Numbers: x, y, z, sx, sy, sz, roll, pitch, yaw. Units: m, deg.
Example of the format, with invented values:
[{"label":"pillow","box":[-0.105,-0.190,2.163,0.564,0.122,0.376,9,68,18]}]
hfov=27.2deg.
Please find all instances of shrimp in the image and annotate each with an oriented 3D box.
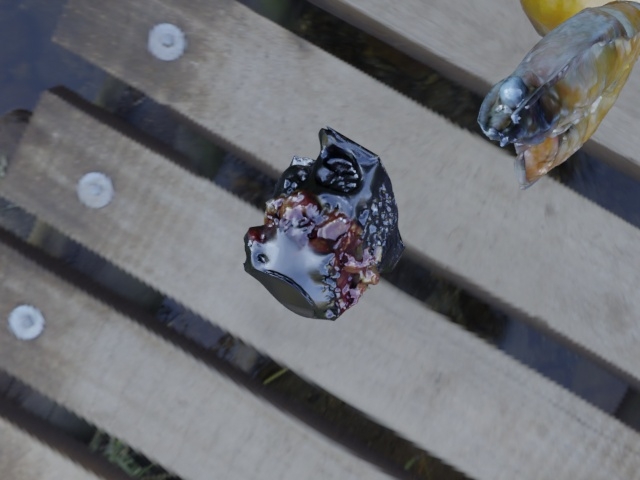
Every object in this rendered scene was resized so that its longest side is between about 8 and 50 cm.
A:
[{"label":"shrimp","box":[0.181,-0.099,1.022,0.062,0.317,0.164,30,120,18]}]

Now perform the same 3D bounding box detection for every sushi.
[{"label":"sushi","box":[0.000,0.000,1.393,0.153,0.172,0.150,31,63,6]}]

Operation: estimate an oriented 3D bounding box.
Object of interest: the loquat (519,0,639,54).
[{"label":"loquat","box":[0.317,-0.313,1.436,0.235,0.235,0.235,1,97,9]}]
